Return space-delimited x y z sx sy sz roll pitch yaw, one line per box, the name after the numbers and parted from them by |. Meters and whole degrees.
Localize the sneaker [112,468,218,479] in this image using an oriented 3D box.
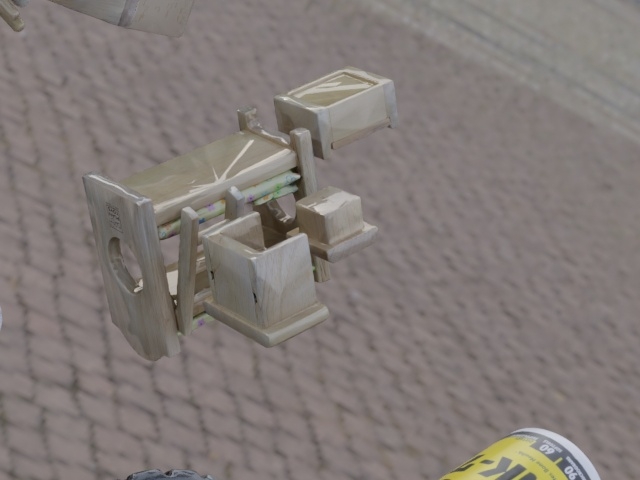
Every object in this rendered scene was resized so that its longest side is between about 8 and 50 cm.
-0.159 0.210 1.023 0.267 0.101 0.106 -15 71 -34 | sneaker

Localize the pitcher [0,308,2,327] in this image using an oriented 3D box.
-0.379 0.040 1.624 0.178 0.207 0.125 -26 39 -33 | pitcher

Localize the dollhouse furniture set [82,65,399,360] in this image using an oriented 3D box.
0.000 0.000 0.938 0.182 0.101 0.161 -25 31 -30 | dollhouse furniture set

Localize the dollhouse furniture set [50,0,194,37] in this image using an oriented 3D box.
-0.185 -0.392 1.430 0.256 0.394 0.362 20 7 9 | dollhouse furniture set

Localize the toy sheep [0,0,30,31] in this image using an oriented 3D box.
-0.218 -0.206 1.258 0.091 0.132 0.091 45 -8 8 | toy sheep

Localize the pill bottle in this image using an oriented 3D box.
0.128 0.244 1.447 0.119 0.119 0.208 38 42 26 | pill bottle
